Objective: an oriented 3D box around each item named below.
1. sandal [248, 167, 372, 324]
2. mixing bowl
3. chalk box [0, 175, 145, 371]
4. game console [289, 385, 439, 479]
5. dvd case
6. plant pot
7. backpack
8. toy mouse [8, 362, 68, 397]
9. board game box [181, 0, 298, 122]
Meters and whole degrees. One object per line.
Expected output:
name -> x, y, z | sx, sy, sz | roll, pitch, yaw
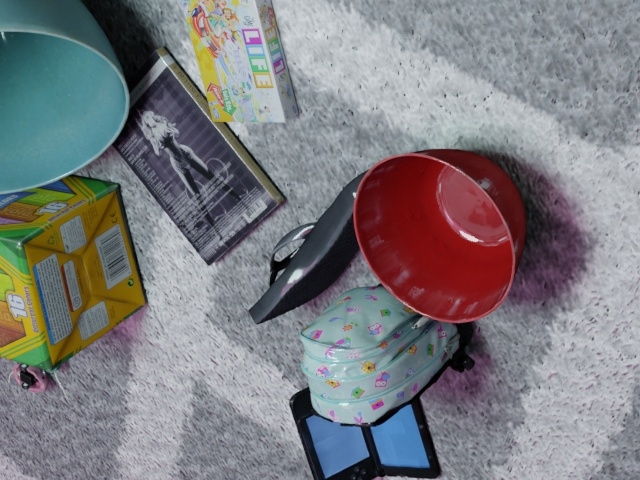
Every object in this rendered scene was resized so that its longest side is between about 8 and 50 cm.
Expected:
sandal -> 0.001, 0.000, 1.591 | 0.054, 0.097, 0.254 | 52, 127, 18
mixing bowl -> 0.133, -0.020, 1.456 | 0.181, 0.098, 0.181 | 19, 126, 29
chalk box -> -0.397, 0.023, 1.859 | 0.289, 0.179, 0.180 | 9, 120, 35
game console -> 0.050, 0.226, 1.690 | 0.085, 0.124, 0.144 | 22, 133, 62
dvd case -> -0.154, -0.093, 1.704 | 0.221, 0.018, 0.164 | 51, 137, 1
plant pot -> -0.376, -0.212, 1.662 | 0.290, 0.290, 0.195 | -52, 45, 45
backpack -> 0.055, 0.115, 1.544 | 0.152, 0.182, 0.115 | 0, 115, 40
toy mouse -> -0.390, 0.165, 2.046 | 0.143, 0.031, 0.161 | 37, 134, 16
board game box -> -0.088, -0.202, 1.576 | 0.103, 0.026, 0.154 | 3, 118, 38
